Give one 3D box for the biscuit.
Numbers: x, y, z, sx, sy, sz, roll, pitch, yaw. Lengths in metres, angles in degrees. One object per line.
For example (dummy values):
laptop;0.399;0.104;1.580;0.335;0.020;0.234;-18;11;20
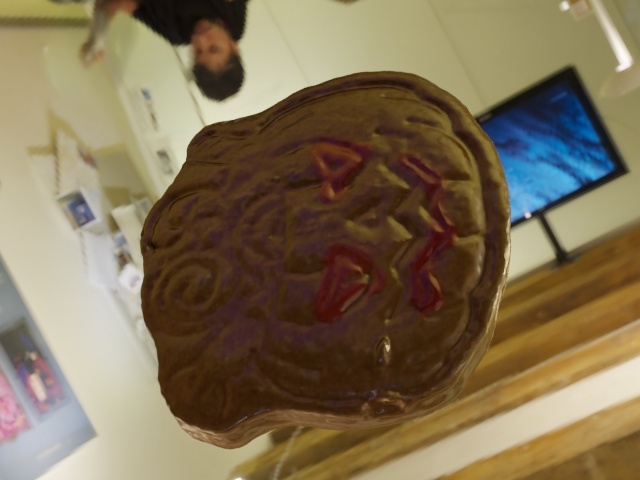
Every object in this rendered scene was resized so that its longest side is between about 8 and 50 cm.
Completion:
biscuit;0.000;-0.001;0.690;0.257;0.273;0.049;-11;143;10
